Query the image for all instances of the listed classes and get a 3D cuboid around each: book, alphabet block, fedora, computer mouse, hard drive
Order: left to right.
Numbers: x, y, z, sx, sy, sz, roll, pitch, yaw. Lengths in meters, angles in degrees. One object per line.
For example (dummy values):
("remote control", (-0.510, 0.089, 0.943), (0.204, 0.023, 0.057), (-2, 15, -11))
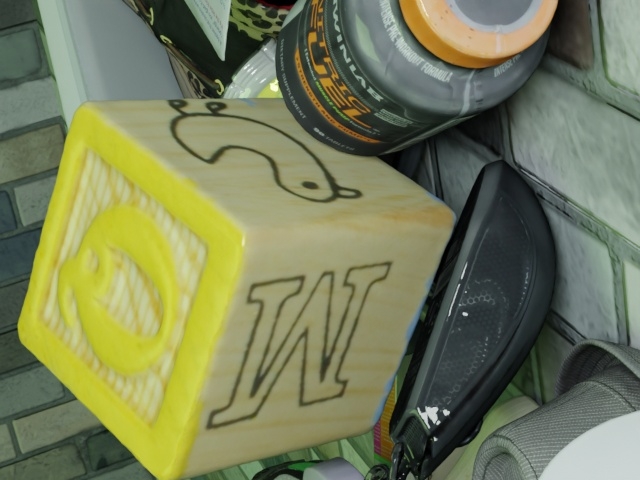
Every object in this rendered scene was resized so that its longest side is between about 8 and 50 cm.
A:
("hard drive", (-0.167, -0.167, 1.500), (0.047, 0.233, 0.353), (-39, 50, 26))
("alphabet block", (-0.061, 0.025, 1.058), (0.192, 0.197, 0.193), (35, 118, 36))
("book", (0.066, 0.143, 1.372), (0.096, 0.035, 0.144), (179, 89, -75))
("computer mouse", (0.097, 0.083, 1.013), (0.188, 0.072, 0.272), (98, -168, -84))
("fedora", (0.175, 0.205, 0.953), (0.243, 0.124, 0.275), (-160, 53, -71))

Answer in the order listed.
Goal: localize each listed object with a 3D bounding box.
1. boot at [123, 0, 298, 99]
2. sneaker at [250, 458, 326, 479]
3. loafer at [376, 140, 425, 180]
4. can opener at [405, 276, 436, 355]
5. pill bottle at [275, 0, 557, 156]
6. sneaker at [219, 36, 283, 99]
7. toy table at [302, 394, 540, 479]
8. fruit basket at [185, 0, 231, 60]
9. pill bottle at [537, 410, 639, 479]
("boot", (-0.110, -0.273, 1.364), (0.377, 0.138, 0.284), (64, 164, 13))
("sneaker", (0.052, 0.334, 1.316), (0.343, 0.146, 0.134), (52, 140, 0))
("loafer", (-0.013, 0.010, 1.206), (0.109, 0.095, 0.303), (39, 118, 45))
("can opener", (0.000, 0.000, 1.308), (0.280, 0.093, 0.074), (35, 171, 48))
("pill bottle", (0.060, -0.132, 0.955), (0.245, 0.130, 0.130), (160, 92, -74))
("sneaker", (-0.048, -0.069, 1.269), (0.094, 0.081, 0.208), (33, 144, 2))
("toy table", (0.107, 0.250, 1.175), (0.274, 0.161, 0.252), (-124, 21, -45))
("fruit basket", (-0.093, -0.360, 1.088), (0.327, 0.165, 0.353), (-124, 29, -44))
("pill bottle", (0.181, 0.275, 0.769), (0.210, 0.210, 0.363), (-127, 27, -50))
